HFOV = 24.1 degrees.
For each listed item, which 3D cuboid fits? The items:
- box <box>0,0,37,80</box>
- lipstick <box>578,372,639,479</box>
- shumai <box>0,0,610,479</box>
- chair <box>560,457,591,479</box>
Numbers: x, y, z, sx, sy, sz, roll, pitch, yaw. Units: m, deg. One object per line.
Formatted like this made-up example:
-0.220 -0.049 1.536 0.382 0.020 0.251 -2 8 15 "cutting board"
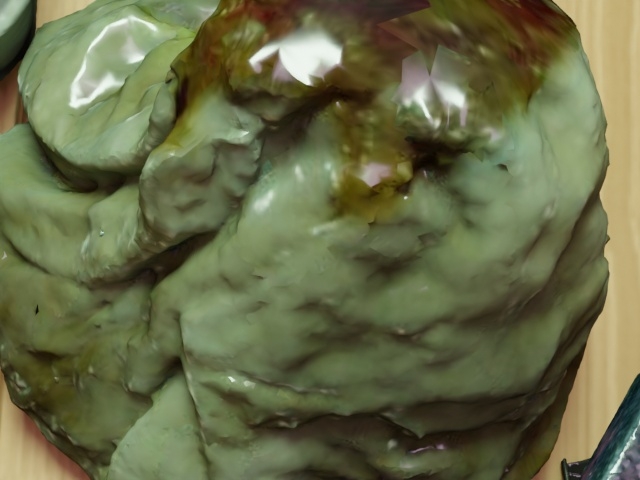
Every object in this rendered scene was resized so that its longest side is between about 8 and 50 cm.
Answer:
-0.329 -0.260 0.708 0.396 0.111 0.397 -1 76 -9 "box"
0.072 0.185 0.550 0.051 0.051 0.312 34 71 1 "lipstick"
0.000 0.000 0.636 0.309 0.263 0.304 7 75 -9 "shumai"
0.134 0.154 0.748 0.037 0.042 0.086 15 41 -8 "chair"
